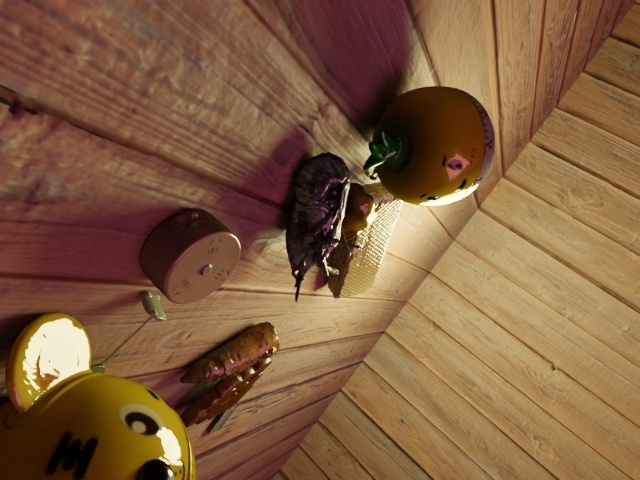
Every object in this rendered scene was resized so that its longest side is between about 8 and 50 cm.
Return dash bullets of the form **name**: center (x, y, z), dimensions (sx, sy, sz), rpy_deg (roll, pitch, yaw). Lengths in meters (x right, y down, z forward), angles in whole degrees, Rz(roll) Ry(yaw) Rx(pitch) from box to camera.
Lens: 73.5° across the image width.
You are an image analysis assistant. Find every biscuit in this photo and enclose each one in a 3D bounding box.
- **biscuit**: center (0.118, 0.011, 1.220), dimensions (0.144, 0.078, 0.426), rpy_deg (-13, 140, -23)
- **biscuit**: center (-0.263, 0.425, 1.190), dimensions (0.278, 0.043, 0.301), rpy_deg (-32, 160, -29)

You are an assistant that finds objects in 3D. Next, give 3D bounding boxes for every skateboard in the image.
- **skateboard**: center (0.154, -0.170, 1.138), dimensions (0.064, 0.032, 0.083), rpy_deg (-56, 155, -14)

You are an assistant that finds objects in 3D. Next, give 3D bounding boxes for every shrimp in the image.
- **shrimp**: center (0.000, -0.002, 0.919), dimensions (0.137, 0.172, 0.372), rpy_deg (-11, 124, -20)

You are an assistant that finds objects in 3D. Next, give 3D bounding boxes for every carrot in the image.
- **carrot**: center (-0.224, 0.288, 1.059), dimensions (0.263, 0.102, 0.102), rpy_deg (-19, 140, -43)

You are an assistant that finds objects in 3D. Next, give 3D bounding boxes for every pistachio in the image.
- **pistachio**: center (0.068, -0.072, 1.011), dimensions (0.100, 0.110, 0.189), rpy_deg (-12, 157, -26)

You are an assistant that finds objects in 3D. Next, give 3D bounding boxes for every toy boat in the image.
- **toy boat**: center (-0.308, 0.559, 1.359), dimensions (0.115, 0.016, 0.063), rpy_deg (-53, 156, 5)

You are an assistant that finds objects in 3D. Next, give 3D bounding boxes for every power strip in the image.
- **power strip**: center (-0.211, 0.026, 0.712), dimensions (0.154, 0.078, 0.154), rpy_deg (-39, 153, -24)

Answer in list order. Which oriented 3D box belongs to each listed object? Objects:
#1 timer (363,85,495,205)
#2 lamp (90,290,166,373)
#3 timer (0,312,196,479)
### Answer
- **timer**: center (0.203, -0.199, 0.926), dimensions (0.285, 0.285, 0.285), rpy_deg (-39, 153, -25)
- **lamp**: center (-0.351, 0.171, 0.741), dimensions (0.198, 0.056, 0.050), rpy_deg (-41, 157, 4)
- **timer**: center (-0.357, 0.340, 0.591), dimensions (0.376, 0.376, 0.386), rpy_deg (-37, 138, -29)
